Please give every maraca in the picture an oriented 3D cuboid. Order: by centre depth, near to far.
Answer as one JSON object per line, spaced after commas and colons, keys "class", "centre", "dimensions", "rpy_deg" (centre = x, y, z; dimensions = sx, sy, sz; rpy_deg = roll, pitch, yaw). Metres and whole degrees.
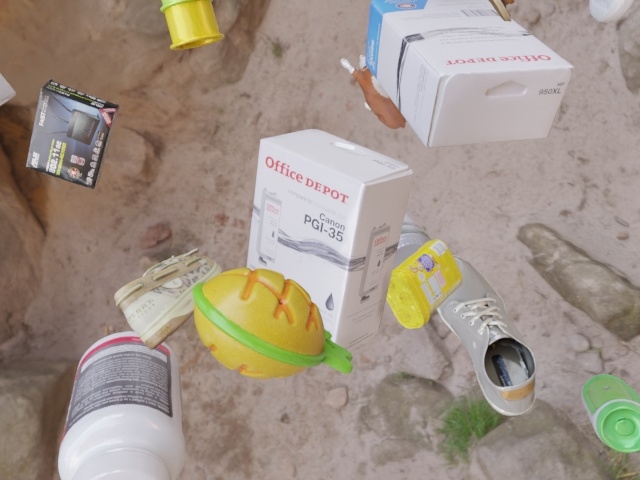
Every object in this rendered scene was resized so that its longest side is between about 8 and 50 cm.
{"class": "maraca", "centre": [-0.043, 0.085, 0.565], "dimensions": [0.099, 0.185, 0.127], "rpy_deg": [-57, 42, 9]}

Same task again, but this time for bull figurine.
{"class": "bull figurine", "centre": [0.159, -0.446, 1.660], "dimensions": [0.101, 0.310, 0.188], "rpy_deg": [-35, 47, -1]}

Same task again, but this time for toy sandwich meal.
{"class": "toy sandwich meal", "centre": [0.259, -0.354, 0.834], "dimensions": [0.029, 0.085, 0.085], "rpy_deg": [-34, 62, 21]}

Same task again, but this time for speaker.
{"class": "speaker", "centre": [0.738, 0.425, 1.457], "dimensions": [0.131, 0.296, 0.131], "rpy_deg": [0, 92, 17]}

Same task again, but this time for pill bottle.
{"class": "pill bottle", "centre": [-0.300, 0.291, 0.893], "dimensions": [0.176, 0.176, 0.318], "rpy_deg": [-63, 23, 13]}

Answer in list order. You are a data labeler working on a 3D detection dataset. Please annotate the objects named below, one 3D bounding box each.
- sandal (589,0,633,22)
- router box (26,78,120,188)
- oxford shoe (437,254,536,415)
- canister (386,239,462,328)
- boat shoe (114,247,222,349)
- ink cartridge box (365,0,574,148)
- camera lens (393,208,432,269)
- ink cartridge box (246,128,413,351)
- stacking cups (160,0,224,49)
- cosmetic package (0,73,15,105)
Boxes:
{"class": "sandal", "centre": [0.666, -0.650, 1.179], "dimensions": [0.169, 0.102, 0.416], "rpy_deg": [-111, 35, -70]}
{"class": "router box", "centre": [-0.332, -0.140, 0.777], "dimensions": [0.038, 0.092, 0.122], "rpy_deg": [-96, 28, -58]}
{"class": "oxford shoe", "centre": [0.401, 0.203, 1.429], "dimensions": [0.169, 0.130, 0.449], "rpy_deg": [-17, 54, -3]}
{"class": "canister", "centre": [0.215, 0.086, 1.207], "dimensions": [0.073, 0.170, 0.126], "rpy_deg": [-18, 102, 49]}
{"class": "boat shoe", "centre": [-0.217, 0.061, 0.853], "dimensions": [0.104, 0.285, 0.089], "rpy_deg": [-42, 100, 4]}
{"class": "ink cartridge box", "centre": [0.294, -0.377, 1.249], "dimensions": [0.395, 0.285, 0.166], "rpy_deg": [-111, 19, -46]}
{"class": "camera lens", "centre": [0.223, 0.022, 1.796], "dimensions": [0.219, 0.219, 0.274], "rpy_deg": [-56, 30, 18]}
{"class": "ink cartridge box", "centre": [0.000, 0.000, 0.868], "dimensions": [0.207, 0.117, 0.283], "rpy_deg": [28, 122, 35]}
{"class": "stacking cups", "centre": [-0.240, -0.485, 0.953], "dimensions": [0.096, 0.096, 0.316], "rpy_deg": [0, 108, 40]}
{"class": "cosmetic package", "centre": [-0.737, -0.261, 1.161], "dimensions": [0.231, 0.085, 0.117], "rpy_deg": [-18, 27, 31]}
